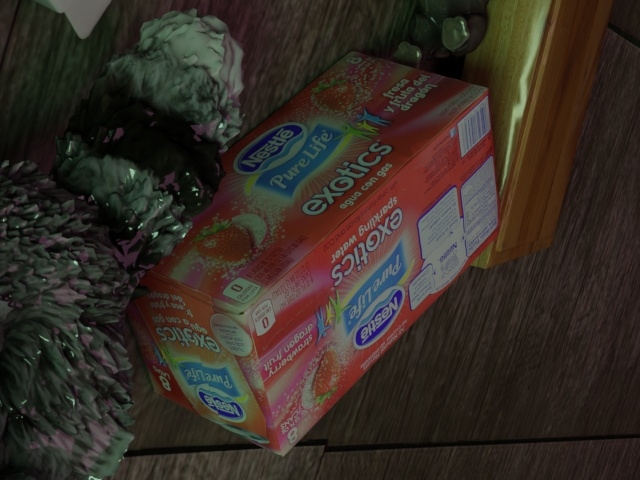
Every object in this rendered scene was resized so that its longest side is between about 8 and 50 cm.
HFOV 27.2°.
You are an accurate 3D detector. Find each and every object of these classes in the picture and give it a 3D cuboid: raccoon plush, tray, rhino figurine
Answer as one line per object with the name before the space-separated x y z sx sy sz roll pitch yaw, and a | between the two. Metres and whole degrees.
raccoon plush | -0.246 -0.018 0.704 0.299 0.216 0.446 48 48 -41
tray | 0.210 -0.187 1.254 0.203 0.076 0.410 -13 117 -63
rhino figurine | 0.116 -0.263 1.114 0.106 0.073 0.243 -37 136 -66

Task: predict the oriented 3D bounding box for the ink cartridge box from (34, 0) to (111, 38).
ink cartridge box | -0.162 -0.211 0.746 0.115 0.067 0.198 -59 160 -12

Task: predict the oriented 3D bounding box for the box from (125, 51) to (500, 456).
box | 0.000 0.000 1.032 0.300 0.142 0.154 -43 138 -32
